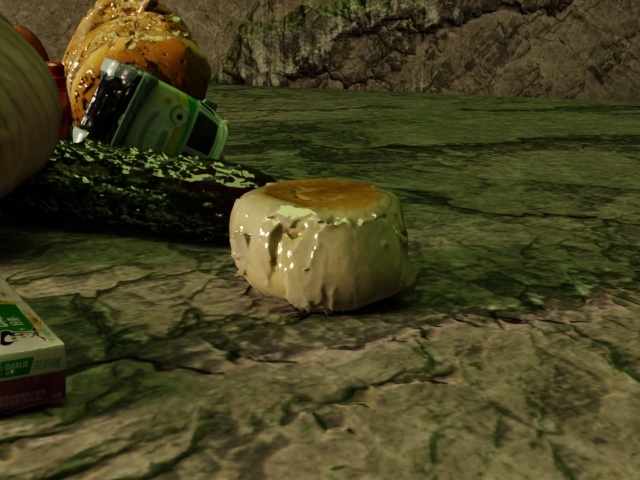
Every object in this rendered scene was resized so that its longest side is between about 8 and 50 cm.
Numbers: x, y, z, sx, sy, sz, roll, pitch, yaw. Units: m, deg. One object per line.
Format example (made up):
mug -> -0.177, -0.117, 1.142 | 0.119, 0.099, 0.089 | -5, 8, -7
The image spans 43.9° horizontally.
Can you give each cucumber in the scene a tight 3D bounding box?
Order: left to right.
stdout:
cucumber -> -0.201, -0.052, 0.845 | 0.359, 0.096, 0.096 | 9, 16, 16

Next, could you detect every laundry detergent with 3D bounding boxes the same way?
laundry detergent -> -0.330, -0.134, 0.970 | 0.049, 0.165, 0.097 | 1, 15, -8

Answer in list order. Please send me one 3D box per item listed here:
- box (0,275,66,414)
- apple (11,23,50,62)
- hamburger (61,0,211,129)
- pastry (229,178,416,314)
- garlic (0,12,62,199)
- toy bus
box -> -0.224, 0.055, 0.523 | 0.049, 0.041, 0.207 | -5, 17, -35
apple -> -0.703, -0.368, 1.737 | 0.218, 0.201, 0.218 | 4, 23, -1
hamburger -> -0.309, -0.256, 1.296 | 0.260, 0.245, 0.211 | -25, 44, -11
pastry -> 0.000, 0.000, 0.675 | 0.165, 0.088, 0.166 | -1, 17, 0
garlic -> -0.415, -0.123, 0.723 | 0.317, 0.260, 0.317 | -3, 32, 2
toy bus -> -0.223, -0.146, 1.045 | 0.164, 0.134, 0.276 | 24, 5, -27
